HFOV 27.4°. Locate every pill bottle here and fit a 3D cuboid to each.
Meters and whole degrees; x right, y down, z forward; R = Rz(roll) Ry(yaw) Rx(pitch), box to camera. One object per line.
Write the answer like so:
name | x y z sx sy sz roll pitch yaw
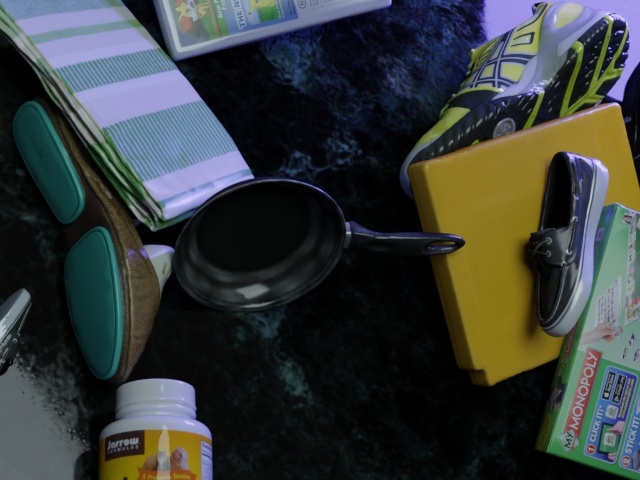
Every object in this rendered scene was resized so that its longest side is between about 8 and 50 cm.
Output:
pill bottle | -0.168 0.256 1.338 0.117 0.117 0.215 6 65 -21

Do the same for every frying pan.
frying pan | -0.008 -0.019 1.469 0.326 0.197 0.053 -19 45 -3

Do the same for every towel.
towel | -0.223 -0.164 1.495 0.325 0.038 0.248 51 28 6

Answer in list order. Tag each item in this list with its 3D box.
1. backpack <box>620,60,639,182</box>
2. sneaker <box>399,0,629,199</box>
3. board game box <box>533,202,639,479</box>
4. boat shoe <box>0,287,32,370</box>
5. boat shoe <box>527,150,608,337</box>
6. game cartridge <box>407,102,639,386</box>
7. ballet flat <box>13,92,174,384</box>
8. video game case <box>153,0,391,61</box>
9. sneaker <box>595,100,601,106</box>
backpack | 0.489 -0.178 1.795 0.144 0.166 0.188 16 65 -18
sneaker | 0.237 -0.177 1.723 0.384 0.145 0.147 -38 45 -22
board game box | 0.407 0.138 1.621 0.213 0.046 0.317 20 82 -11
boat shoe | -0.339 0.115 1.372 0.040 0.049 0.142 43 57 -24
boat shoe | 0.284 -0.001 1.570 0.076 0.080 0.228 21 77 -22
game cartridge | 0.276 0.001 1.637 0.323 0.052 0.285 -18 97 -28
ballet flat | -0.233 -0.010 1.449 0.124 0.116 0.342 -5 64 -44
video game case | -0.089 -0.417 1.634 0.300 0.036 0.329 -17 96 -18
sneaker | 0.337 -0.173 1.799 0.076 0.065 0.166 21 56 5
